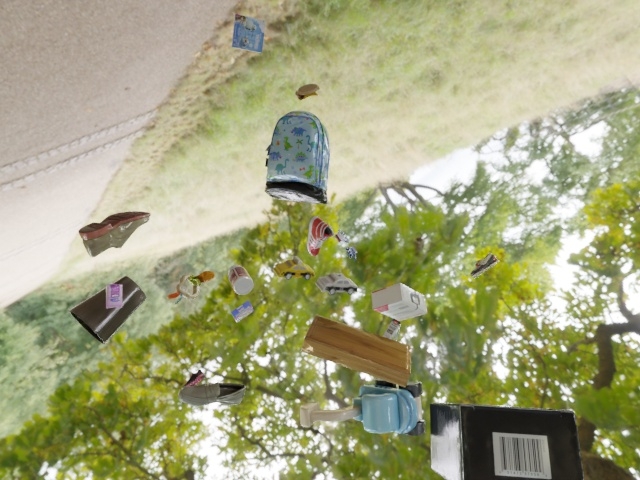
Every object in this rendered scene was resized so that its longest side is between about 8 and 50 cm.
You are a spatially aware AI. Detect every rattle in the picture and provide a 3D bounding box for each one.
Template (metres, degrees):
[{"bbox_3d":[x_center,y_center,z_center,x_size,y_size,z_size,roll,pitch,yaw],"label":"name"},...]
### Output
[{"bbox_3d":[-0.603,0.224,2.050,0.143,0.130,0.200,-1,-171,15],"label":"rattle"}]

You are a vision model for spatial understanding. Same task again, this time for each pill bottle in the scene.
[{"bbox_3d":[-0.343,0.162,1.848,0.086,0.086,0.152,-41,-149,-4],"label":"pill bottle"}]

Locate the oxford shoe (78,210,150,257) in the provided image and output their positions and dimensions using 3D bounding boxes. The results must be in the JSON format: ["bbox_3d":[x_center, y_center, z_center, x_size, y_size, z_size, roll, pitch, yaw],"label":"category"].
[{"bbox_3d":[-0.867,-0.037,1.862,0.123,0.130,0.348,8,-157,25],"label":"oxford shoe"}]

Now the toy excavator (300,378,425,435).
[{"bbox_3d":[0.191,0.758,1.951,0.445,0.222,0.433,5,169,-45],"label":"toy excavator"}]

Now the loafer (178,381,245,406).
[{"bbox_3d":[-0.517,0.727,2.094,0.111,0.319,0.112,-65,-145,22],"label":"loafer"}]

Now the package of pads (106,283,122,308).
[{"bbox_3d":[-0.713,0.192,1.505,0.050,0.083,0.032,2,174,-36],"label":"package of pads"}]

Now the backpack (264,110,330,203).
[{"bbox_3d":[-0.088,-0.359,1.829,0.273,0.290,0.355,44,59,-67],"label":"backpack"}]

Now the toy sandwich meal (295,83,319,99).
[{"bbox_3d":[-0.043,-0.499,1.464,0.085,0.029,0.085,-9,-140,7],"label":"toy sandwich meal"}]

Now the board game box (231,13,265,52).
[{"bbox_3d":[-0.212,-0.611,1.286,0.020,0.090,0.090,-131,-133,-60],"label":"board game box"}]

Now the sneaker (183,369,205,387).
[{"bbox_3d":[-0.624,0.679,2.132,0.119,0.057,0.047,-35,146,-13],"label":"sneaker"}]

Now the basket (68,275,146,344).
[{"bbox_3d":[-0.806,0.257,1.684,0.227,0.204,0.154,-45,148,-32],"label":"basket"}]

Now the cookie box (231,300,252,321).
[{"bbox_3d":[-0.344,0.314,1.918,0.092,0.040,0.107,-34,168,-16],"label":"cookie box"}]

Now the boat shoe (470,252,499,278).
[{"bbox_3d":[0.525,0.080,1.411,0.137,0.043,0.049,-25,159,-32],"label":"boat shoe"}]

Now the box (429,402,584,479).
[{"bbox_3d":[0.499,0.583,1.246,0.395,0.293,0.212,86,7,-69],"label":"box"}]

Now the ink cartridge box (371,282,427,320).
[{"bbox_3d":[0.394,0.310,2.166,0.172,0.237,0.100,-25,-127,35],"label":"ink cartridge box"}]

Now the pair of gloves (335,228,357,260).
[{"bbox_3d":[0.146,0.026,2.424,0.023,0.198,0.159,-33,177,21],"label":"pair of gloves"}]

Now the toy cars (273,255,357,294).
[{"bbox_3d":[-0.017,0.151,1.972,0.176,0.394,0.087,-42,148,-68],"label":"toy cars"}]

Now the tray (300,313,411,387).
[{"bbox_3d":[0.148,0.423,1.712,0.203,0.411,0.076,-54,159,-71],"label":"tray"}]

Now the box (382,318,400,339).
[{"bbox_3d":[0.306,0.429,1.913,0.114,0.036,0.207,-53,157,-19],"label":"box"}]

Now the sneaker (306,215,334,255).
[{"bbox_3d":[0.000,0.000,1.151,0.042,0.067,0.118,-23,129,-35],"label":"sneaker"}]
